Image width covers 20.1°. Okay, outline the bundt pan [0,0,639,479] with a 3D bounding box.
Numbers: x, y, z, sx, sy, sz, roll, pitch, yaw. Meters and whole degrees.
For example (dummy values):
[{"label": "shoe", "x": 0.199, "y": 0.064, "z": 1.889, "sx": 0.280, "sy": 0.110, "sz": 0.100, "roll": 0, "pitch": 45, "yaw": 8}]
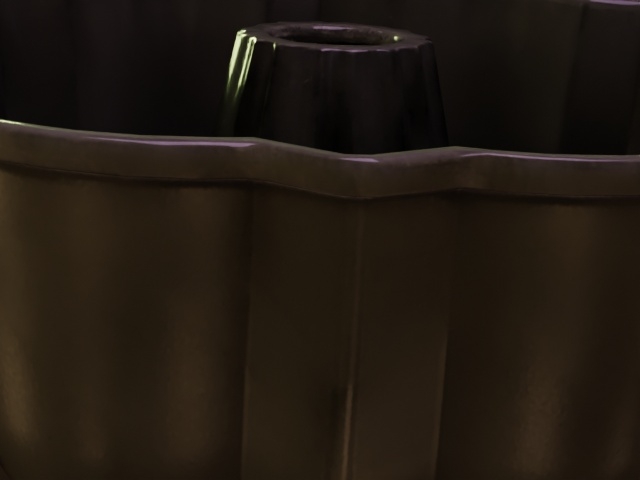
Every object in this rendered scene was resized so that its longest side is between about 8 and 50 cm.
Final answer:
[{"label": "bundt pan", "x": 0.000, "y": 0.000, "z": 0.519, "sx": 0.331, "sy": 0.124, "sz": 0.331, "roll": 4, "pitch": 15, "yaw": -1}]
